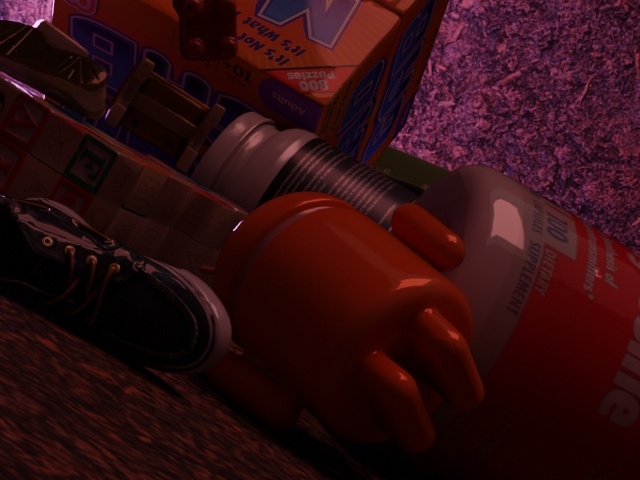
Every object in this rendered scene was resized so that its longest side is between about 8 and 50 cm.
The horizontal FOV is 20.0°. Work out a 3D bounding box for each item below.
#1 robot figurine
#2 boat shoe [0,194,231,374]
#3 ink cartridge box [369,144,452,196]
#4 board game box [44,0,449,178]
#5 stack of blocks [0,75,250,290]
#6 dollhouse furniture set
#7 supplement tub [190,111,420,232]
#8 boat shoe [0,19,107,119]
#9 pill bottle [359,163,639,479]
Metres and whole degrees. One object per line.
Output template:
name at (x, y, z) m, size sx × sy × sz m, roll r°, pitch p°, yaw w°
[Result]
robot figurine at (0.015, 0.047, 1.199) m, size 0.128 × 0.158 × 0.219 m, roll 9°, pitch 22°, yaw -45°
boat shoe at (-0.144, 0.027, 1.103) m, size 0.183 × 0.065 × 0.083 m, roll 29°, pitch 9°, yaw 28°
ink cartridge box at (0.115, -0.043, 2.038) m, size 0.109 × 0.062 × 0.209 m, roll 24°, pitch -19°, yaw 32°
board game box at (-0.087, -0.238, 2.211) m, size 0.356 × 0.356 × 0.356 m, roll 31°, pitch -37°, yaw 10°
stack of blocks at (-0.190, -0.044, 1.706) m, size 0.171 × 0.087 × 0.297 m, roll 31°, pitch 2°, yaw 30°
dollhouse furniture set at (-0.242, -0.254, 1.831) m, size 0.374 × 0.201 × 0.152 m, roll 33°, pitch -1°, yaw -12°
supplement tub at (0.000, 0.000, 1.930) m, size 0.272 × 0.191 × 0.191 m, roll 31°, pitch 2°, yaw 12°
boat shoe at (-0.263, -0.161, 1.697) m, size 0.153 × 0.048 × 0.056 m, roll 24°, pitch 44°, yaw 22°
pill bottle at (0.226, 0.133, 1.379) m, size 0.408 × 0.229 × 0.229 m, roll 30°, pitch 2°, yaw -15°
